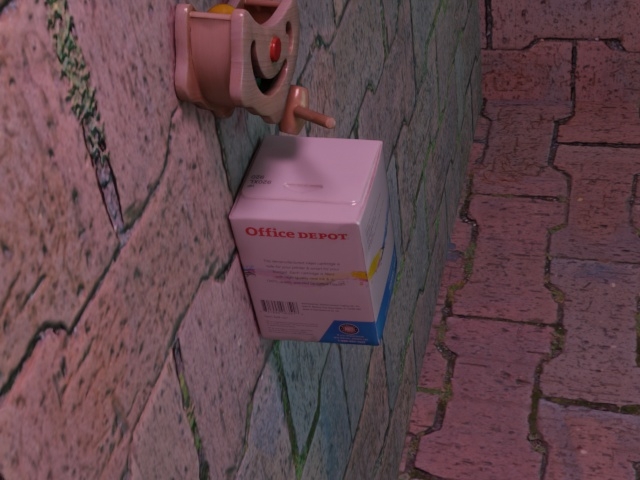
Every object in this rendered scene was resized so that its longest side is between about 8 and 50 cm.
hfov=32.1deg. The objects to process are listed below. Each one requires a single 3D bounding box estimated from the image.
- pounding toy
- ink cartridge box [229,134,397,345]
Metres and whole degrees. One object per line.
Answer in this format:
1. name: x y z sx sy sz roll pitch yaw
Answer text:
1. pounding toy: -0.051 -0.213 1.276 0.269 0.155 0.154 10 87 -75
2. ink cartridge box: 0.000 0.000 1.485 0.168 0.171 0.232 -73 160 -44
